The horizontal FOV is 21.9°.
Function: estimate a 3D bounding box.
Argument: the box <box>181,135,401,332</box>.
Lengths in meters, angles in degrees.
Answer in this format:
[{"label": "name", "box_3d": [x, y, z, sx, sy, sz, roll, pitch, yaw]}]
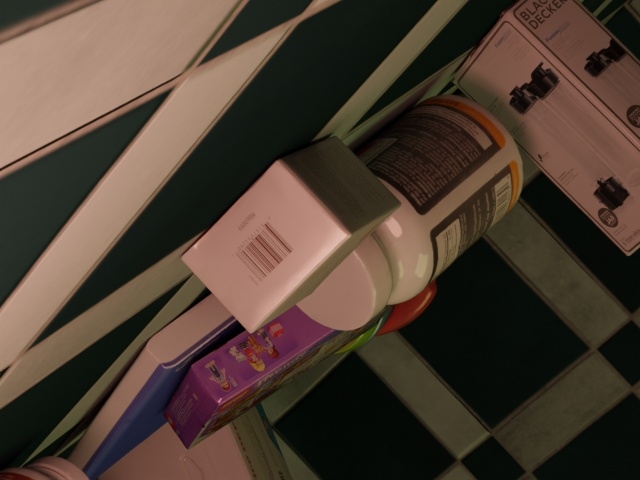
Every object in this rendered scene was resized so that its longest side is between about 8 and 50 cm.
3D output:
[{"label": "box", "box_3d": [-0.022, -0.009, 1.449, 0.130, 0.091, 0.170, -45, 175, 19]}]

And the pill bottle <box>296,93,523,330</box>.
[{"label": "pill bottle", "box_3d": [0.084, -0.030, 1.768, 0.278, 0.162, 0.162, -39, 174, -39]}]

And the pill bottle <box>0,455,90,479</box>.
[{"label": "pill bottle", "box_3d": [-0.307, 0.292, 1.584, 0.121, 0.121, 0.216, -46, 176, 30]}]

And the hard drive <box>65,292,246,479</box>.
[{"label": "hard drive", "box_3d": [-0.174, 0.157, 1.898, 0.210, 0.040, 0.318, -37, 170, -41]}]

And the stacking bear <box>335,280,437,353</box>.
[{"label": "stacking bear", "box_3d": [0.001, 0.079, 2.209, 0.164, 0.175, 0.289, -53, 163, 25]}]

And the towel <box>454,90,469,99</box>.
[{"label": "towel", "box_3d": [0.122, -0.108, 2.115, 0.187, 0.049, 0.282, -45, 176, 31]}]

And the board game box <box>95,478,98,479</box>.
[{"label": "board game box", "box_3d": [-0.391, 0.425, 2.761, 0.154, 0.026, 0.103, -46, 175, 34]}]

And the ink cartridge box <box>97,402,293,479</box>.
[{"label": "ink cartridge box", "box_3d": [-0.164, 0.339, 2.294, 0.197, 0.198, 0.270, -25, 167, 7]}]

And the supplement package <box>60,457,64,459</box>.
[{"label": "supplement package", "box_3d": [-0.334, 0.361, 1.916, 0.139, 0.134, 0.244, -44, 176, 7]}]

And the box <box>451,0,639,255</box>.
[{"label": "box", "box_3d": [0.299, -0.138, 1.839, 0.087, 0.290, 0.169, -43, 174, -28]}]

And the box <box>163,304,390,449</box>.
[{"label": "box", "box_3d": [-0.033, 0.117, 1.890, 0.293, 0.057, 0.201, -32, 170, -24]}]
